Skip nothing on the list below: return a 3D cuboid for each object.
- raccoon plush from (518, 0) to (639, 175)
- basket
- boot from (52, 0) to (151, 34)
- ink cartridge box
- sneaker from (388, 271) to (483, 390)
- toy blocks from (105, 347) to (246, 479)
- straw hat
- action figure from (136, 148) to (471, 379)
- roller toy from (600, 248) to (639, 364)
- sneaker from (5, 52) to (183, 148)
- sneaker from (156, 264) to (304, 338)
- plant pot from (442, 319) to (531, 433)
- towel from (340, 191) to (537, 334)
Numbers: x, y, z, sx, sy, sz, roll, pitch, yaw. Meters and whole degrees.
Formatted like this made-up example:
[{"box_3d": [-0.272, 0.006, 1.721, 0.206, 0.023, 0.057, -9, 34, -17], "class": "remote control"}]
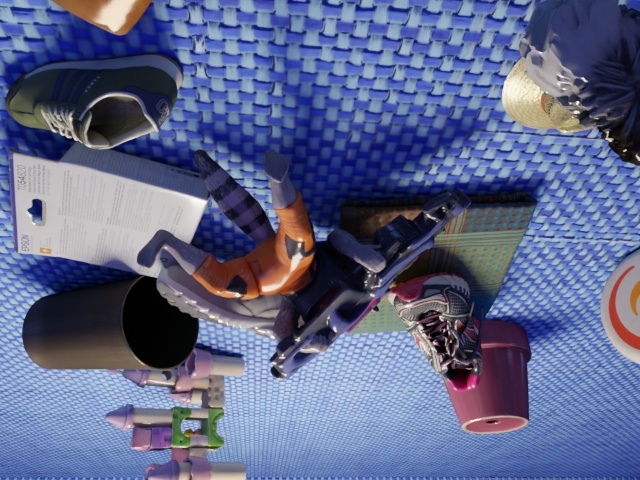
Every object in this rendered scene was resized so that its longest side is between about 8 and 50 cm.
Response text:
[{"box_3d": [0.374, -0.095, 0.515, 0.446, 0.299, 0.216, 39, 96, -3], "class": "raccoon plush"}, {"box_3d": [-0.352, 0.141, 0.856, 0.226, 0.154, 0.204, -8, 166, 17], "class": "basket"}, {"box_3d": [-0.161, -0.289, 0.320, 0.280, 0.096, 0.264, -19, 150, 36], "class": "boot"}, {"box_3d": [-0.280, -0.034, 0.692, 0.223, 0.045, 0.223, 13, 143, -21], "class": "ink cartridge box"}, {"box_3d": [0.206, 0.148, 0.850, 0.120, 0.112, 0.299, -19, 140, 24], "class": "sneaker"}, {"box_3d": [-0.340, 0.408, 1.128, 0.260, 0.289, 0.309, 13, 146, -31], "class": "toy blocks"}, {"box_3d": [0.266, -0.146, 0.534, 0.144, 0.061, 0.144, -1, 146, -1], "class": "straw hat"}, {"box_3d": [0.000, 0.000, 0.660, 0.341, 0.179, 0.330, -41, 137, 9], "class": "action figure"}, {"box_3d": [0.557, 0.106, 0.802, 0.146, 0.209, 0.191, 15, -179, -22], "class": "roller toy"}, {"box_3d": [-0.234, -0.129, 0.518, 0.192, 0.086, 0.064, -8, 145, 9], "class": "sneaker"}, {"box_3d": [-0.122, 0.080, 0.817, 0.281, 0.115, 0.105, 25, 164, -40], "class": "sneaker"}, {"box_3d": [0.337, 0.285, 1.062, 0.201, 0.180, 0.201, -1, 147, -1], "class": "plant pot"}, {"box_3d": [0.165, 0.052, 0.844, 0.271, 0.040, 0.370, -3, 144, 2], "class": "towel"}]
